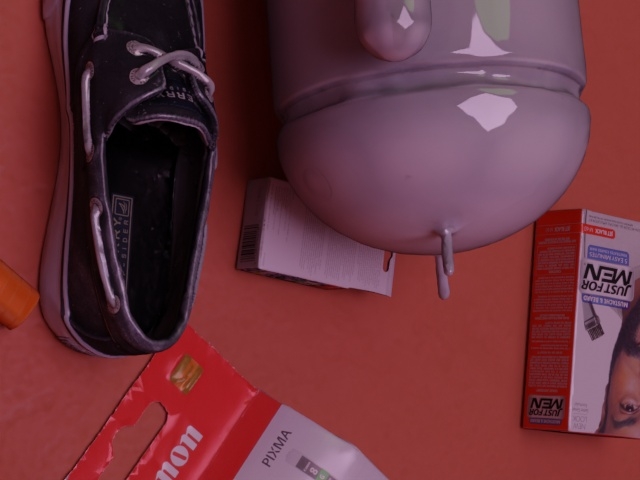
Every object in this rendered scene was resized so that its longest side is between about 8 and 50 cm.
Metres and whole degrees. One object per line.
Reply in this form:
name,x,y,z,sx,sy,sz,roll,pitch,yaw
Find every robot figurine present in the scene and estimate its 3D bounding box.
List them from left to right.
robot figurine,0.065,-0.144,1.029,0.300,0.199,0.354,24,60,-73

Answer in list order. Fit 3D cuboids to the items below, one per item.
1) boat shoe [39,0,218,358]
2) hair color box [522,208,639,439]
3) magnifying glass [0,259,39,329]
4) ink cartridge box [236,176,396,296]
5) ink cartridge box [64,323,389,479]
boat shoe,-0.107,-0.079,0.972,0.108,0.102,0.301,11,81,-35
hair color box,0.209,0.065,1.228,0.093,0.053,0.167,10,83,-36
magnifying glass,-0.252,-0.030,0.914,0.231,0.026,0.092,44,63,-24
ink cartridge box,0.000,0.000,1.093,0.115,0.029,0.063,14,78,-36
ink cartridge box,-0.051,0.186,1.030,0.225,0.056,0.181,47,62,-26
